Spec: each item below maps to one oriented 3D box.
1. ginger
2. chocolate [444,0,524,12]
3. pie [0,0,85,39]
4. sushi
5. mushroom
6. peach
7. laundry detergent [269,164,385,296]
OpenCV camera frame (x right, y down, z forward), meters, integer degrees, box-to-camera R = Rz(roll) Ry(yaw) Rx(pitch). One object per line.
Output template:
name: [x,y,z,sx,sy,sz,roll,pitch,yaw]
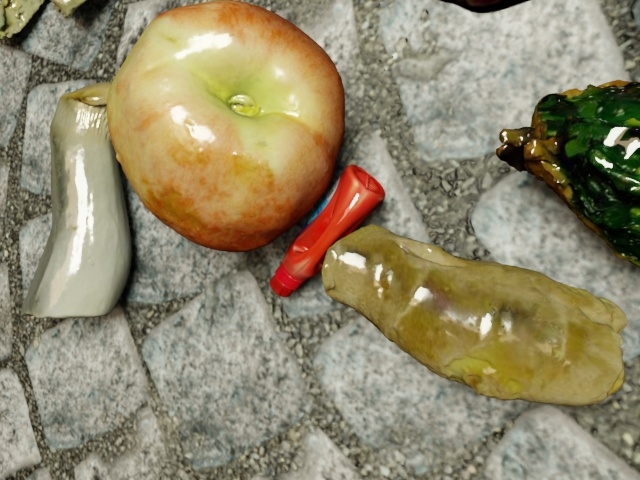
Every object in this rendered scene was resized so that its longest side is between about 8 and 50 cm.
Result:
ginger: [0.130,0.067,0.406,0.262,0.109,0.117,22,99,23]
chocolate: [0.151,-0.342,0.383,0.224,0.177,0.206,34,100,22]
pie: [-0.416,-0.458,0.681,0.337,0.075,0.338,-4,81,23]
sushi: [0.282,-0.045,0.331,0.286,0.140,0.149,10,86,24]
mushroom: [-0.320,-0.048,0.594,0.159,0.122,0.329,8,90,14]
peach: [-0.098,-0.108,0.464,0.232,0.256,0.233,2,85,-19]
laundry detergent: [0.000,0.000,0.475,0.049,0.097,0.165,37,110,-4]
